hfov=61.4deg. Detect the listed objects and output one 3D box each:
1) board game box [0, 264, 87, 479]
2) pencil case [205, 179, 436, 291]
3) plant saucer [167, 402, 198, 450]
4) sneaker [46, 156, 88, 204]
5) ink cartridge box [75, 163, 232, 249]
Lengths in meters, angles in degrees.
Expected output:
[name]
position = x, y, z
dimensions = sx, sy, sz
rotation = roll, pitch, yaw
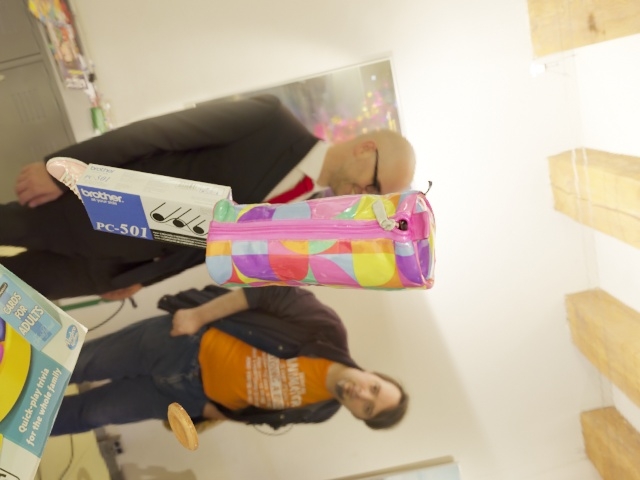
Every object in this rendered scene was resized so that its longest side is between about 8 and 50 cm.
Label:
[board game box]
position = -0.402, 0.097, 0.504
dimensions = 0.336, 0.079, 0.254
rotation = 52, 18, -34
[pencil case]
position = 0.000, 0.000, 0.528
dimensions = 0.104, 0.236, 0.104
rotation = -3, 90, -66
[plant saucer]
position = -0.226, 0.304, 0.876
dimensions = 0.083, 0.013, 0.083
rotation = 27, -52, 39
[sneaker]
position = -0.455, -0.106, 1.027
dimensions = 0.134, 0.051, 0.070
rotation = 27, 36, -35
[ink cartridge box]
position = -0.228, -0.044, 0.766
dimensions = 0.097, 0.207, 0.046
rotation = 94, 8, -50
